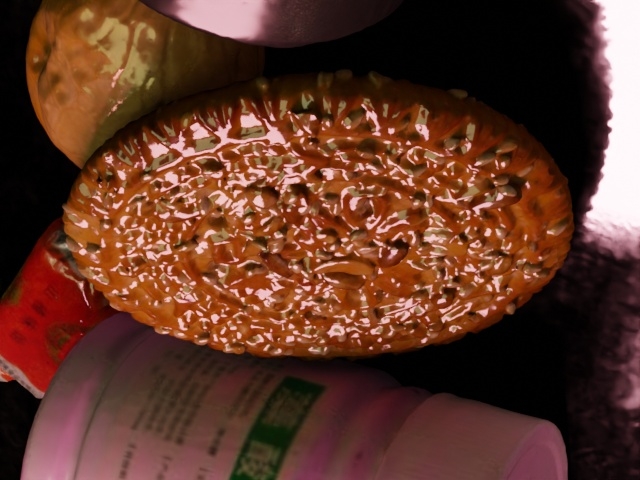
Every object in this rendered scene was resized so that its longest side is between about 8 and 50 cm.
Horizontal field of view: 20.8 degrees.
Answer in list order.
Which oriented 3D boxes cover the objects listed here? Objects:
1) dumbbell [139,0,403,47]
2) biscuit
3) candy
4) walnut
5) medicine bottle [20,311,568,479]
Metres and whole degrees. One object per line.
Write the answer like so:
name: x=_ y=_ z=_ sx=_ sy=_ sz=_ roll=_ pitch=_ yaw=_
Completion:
dumbbell: x=0.007 y=-0.260 z=0.770 sx=0.204 sy=0.204 sz=0.322 roll=33 pitch=138 yaw=4
biscuit: x=0.000 y=0.000 z=1.027 sx=0.305 sy=0.038 sz=0.305 roll=-1 pitch=148 yaw=0
candy: x=-0.193 y=0.049 z=1.295 sx=0.086 sy=0.059 sz=0.292 roll=39 pitch=138 yaw=-1
walnut: x=-0.103 y=-0.108 z=1.027 sx=0.144 sy=0.144 sz=0.180 roll=30 pitch=130 yaw=7
medicine bottle: x=-0.018 y=0.181 z=1.186 sx=0.325 sy=0.212 sz=0.212 roll=14 pitch=134 yaw=24
